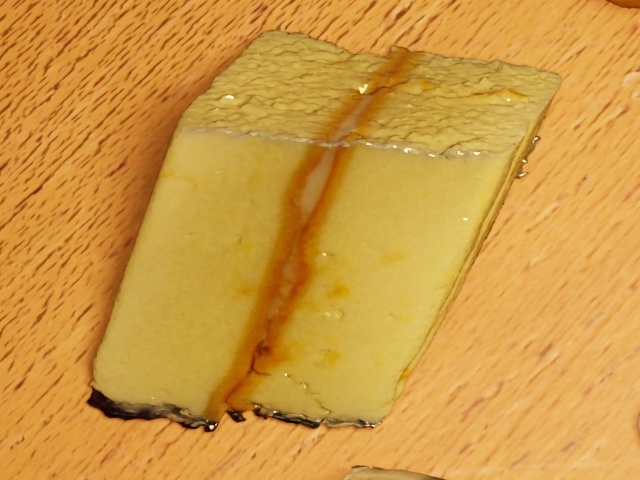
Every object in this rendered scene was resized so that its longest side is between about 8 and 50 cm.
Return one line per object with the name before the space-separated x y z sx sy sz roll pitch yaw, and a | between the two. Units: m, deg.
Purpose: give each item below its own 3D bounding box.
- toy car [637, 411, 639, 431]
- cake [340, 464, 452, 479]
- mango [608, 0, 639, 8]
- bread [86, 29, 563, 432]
toy car | 0.399 0.137 1.814 0.224 0.076 0.090 -32 76 2
cake | 0.072 0.349 1.783 0.158 0.172 0.283 9 82 14
mango | 0.275 -0.328 1.913 0.156 0.151 0.249 -34 66 -30
bread | 0.000 0.000 1.945 0.346 0.242 0.404 19 115 10
